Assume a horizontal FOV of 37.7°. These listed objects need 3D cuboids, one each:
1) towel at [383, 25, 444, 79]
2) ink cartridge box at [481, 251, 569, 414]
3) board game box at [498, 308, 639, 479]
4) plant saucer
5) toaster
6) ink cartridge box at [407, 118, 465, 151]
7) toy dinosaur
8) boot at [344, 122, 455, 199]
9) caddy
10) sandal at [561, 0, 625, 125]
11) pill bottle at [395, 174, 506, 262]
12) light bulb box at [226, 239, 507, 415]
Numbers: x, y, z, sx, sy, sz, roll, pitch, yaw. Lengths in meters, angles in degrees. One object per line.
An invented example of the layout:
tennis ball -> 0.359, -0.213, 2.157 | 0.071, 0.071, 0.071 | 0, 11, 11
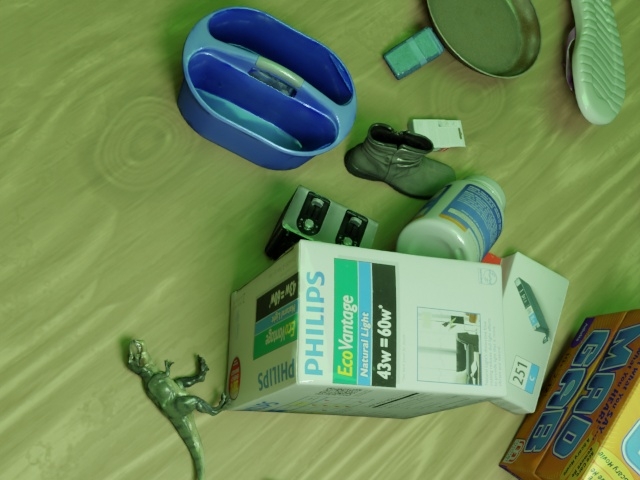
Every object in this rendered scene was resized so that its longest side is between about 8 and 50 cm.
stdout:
towel -> 0.193, -0.388, 1.945 | 0.119, 0.029, 0.067 | -32, 93, -4
ink cartridge box -> 0.339, 0.158, 1.856 | 0.261, 0.066, 0.296 | 27, 67, -15
board game box -> 0.615, 0.371, 1.699 | 0.356, 0.356, 0.356 | 35, 77, -4
plant saucer -> 0.344, -0.481, 2.022 | 0.310, 0.050, 0.310 | 10, 67, -26
toaster -> 0.000, 0.000, 1.710 | 0.168, 0.185, 0.110 | 26, 65, -5
ink cartridge box -> 0.240, -0.217, 1.938 | 0.115, 0.029, 0.063 | -3, 76, -24
toy dinosaur -> -0.227, 0.270, 1.602 | 0.118, 0.064, 0.268 | -31, 90, -18
boot -> 0.180, -0.153, 1.822 | 0.246, 0.161, 0.083 | 12, 72, -19
caddy -> -0.100, -0.282, 1.736 | 0.341, 0.179, 0.241 | 26, 69, -14
sandal -> 0.599, -0.411, 2.105 | 0.169, 0.102, 0.416 | 31, 53, -28
pill bottle -> 0.262, -0.025, 1.790 | 0.152, 0.152, 0.272 | 51, 38, -2
light bulb box -> 0.064, 0.168, 1.580 | 0.361, 0.358, 0.225 | 8, 71, -22
